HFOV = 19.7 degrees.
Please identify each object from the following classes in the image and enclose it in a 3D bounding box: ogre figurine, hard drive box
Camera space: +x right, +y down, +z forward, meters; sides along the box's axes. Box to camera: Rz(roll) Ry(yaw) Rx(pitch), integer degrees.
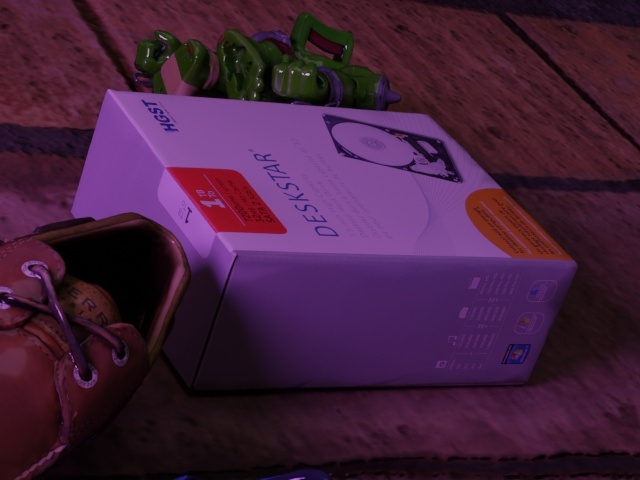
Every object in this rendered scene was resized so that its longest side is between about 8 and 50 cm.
[{"bbox_3d":[-0.030,-0.106,1.227,0.118,0.097,0.197,6,-15,-36],"label":"ogre figurine"},{"bbox_3d":[0.000,0.000,1.067,0.232,0.089,0.181,1,32,-34],"label":"hard drive box"}]

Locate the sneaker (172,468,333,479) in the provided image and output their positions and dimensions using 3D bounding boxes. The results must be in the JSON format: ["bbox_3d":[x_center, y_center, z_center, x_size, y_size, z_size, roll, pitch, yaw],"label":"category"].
[{"bbox_3d":[-0.082,0.133,0.769,0.209,0.082,0.069,-5,38,-38],"label":"sneaker"}]

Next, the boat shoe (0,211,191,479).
[{"bbox_3d":[-0.134,0.046,0.778,0.111,0.104,0.307,51,15,-7],"label":"boat shoe"}]
